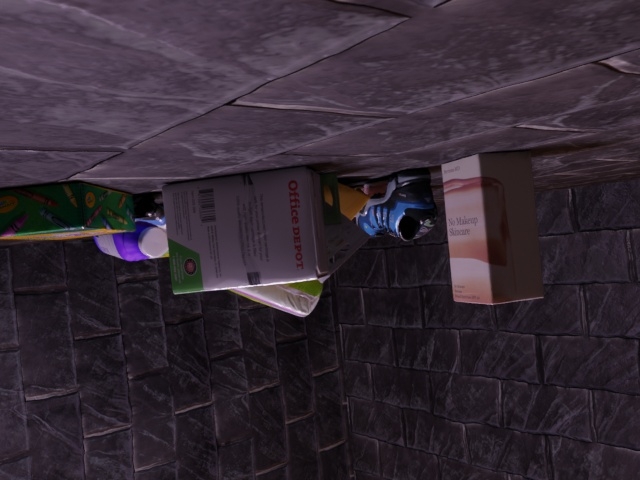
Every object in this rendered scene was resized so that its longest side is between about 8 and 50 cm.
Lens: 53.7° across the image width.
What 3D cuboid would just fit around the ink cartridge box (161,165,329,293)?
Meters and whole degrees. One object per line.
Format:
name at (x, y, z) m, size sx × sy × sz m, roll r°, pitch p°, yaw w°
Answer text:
ink cartridge box at (-0.139, -0.017, 1.216) m, size 0.289 × 0.211 × 0.121 m, roll -6°, pitch 179°, yaw 12°

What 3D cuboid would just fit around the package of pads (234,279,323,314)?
package of pads at (-0.147, 0.098, 1.557) m, size 0.296 × 0.101 × 0.229 m, roll 22°, pitch 172°, yaw 0°

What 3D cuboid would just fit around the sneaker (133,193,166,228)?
sneaker at (-0.395, -0.072, 1.366) m, size 0.152 × 0.058 × 0.084 m, roll 18°, pitch 166°, yaw 29°

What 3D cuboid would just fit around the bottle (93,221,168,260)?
bottle at (-0.449, -0.012, 1.494) m, size 0.092 × 0.118 × 0.283 m, roll -24°, pitch -160°, yaw -35°

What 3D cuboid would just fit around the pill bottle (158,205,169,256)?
pill bottle at (-0.406, -0.025, 1.727) m, size 0.136 × 0.136 × 0.245 m, roll -6°, pitch 180°, yaw 17°

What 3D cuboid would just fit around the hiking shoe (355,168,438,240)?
hiking shoe at (0.168, -0.052, 1.492) m, size 0.113 × 0.132 × 0.304 m, roll -5°, pitch 161°, yaw -20°

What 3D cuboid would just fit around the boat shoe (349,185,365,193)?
boat shoe at (0.162, -0.101, 1.766) m, size 0.098 × 0.096 × 0.277 m, roll -7°, pitch 179°, yaw 43°

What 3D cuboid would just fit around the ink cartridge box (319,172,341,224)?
ink cartridge box at (-0.068, -0.075, 1.296) m, size 0.209 × 0.109 × 0.062 m, roll -6°, pitch 180°, yaw 14°

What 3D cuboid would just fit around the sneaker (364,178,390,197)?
sneaker at (0.171, -0.118, 1.592) m, size 0.134 × 0.070 × 0.051 m, roll -7°, pitch 177°, yaw 40°

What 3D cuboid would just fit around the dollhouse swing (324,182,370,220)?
dollhouse swing at (-0.126, -0.094, 1.545) m, size 0.315 × 0.305 × 0.347 m, roll -48°, pitch -171°, yaw -11°

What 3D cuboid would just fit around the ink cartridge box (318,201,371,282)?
ink cartridge box at (0.000, 0.000, 1.318) m, size 0.145 × 0.179 × 0.045 m, roll -43°, pitch 147°, yaw -12°

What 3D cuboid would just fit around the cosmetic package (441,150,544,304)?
cosmetic package at (0.349, -0.024, 1.297) m, size 0.129 × 0.296 × 0.153 m, roll -4°, pitch 178°, yaw -19°

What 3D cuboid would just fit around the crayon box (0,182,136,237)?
crayon box at (-0.469, -0.049, 1.177) m, size 0.165 × 0.081 × 0.278 m, roll -6°, pitch 180°, yaw 2°

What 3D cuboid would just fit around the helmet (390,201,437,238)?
helmet at (0.277, -0.081, 1.959) m, size 0.169 × 0.169 × 0.161 m, roll -6°, pitch -164°, yaw 9°
